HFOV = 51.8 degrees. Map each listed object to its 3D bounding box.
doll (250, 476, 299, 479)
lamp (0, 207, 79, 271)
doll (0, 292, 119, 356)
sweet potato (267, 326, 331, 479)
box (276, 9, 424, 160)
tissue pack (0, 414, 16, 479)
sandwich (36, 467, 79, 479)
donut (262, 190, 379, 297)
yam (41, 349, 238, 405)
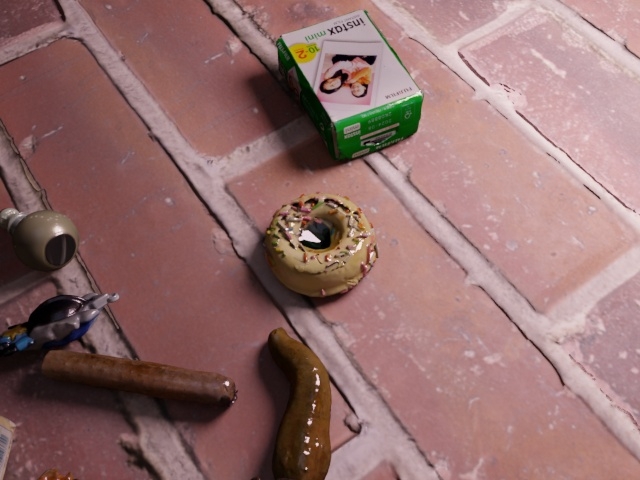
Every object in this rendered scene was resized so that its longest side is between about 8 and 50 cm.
[{"bbox_3d":[-0.035,0.347,0.744,0.165,0.057,0.139,29,91,27],"label":"doll"},{"bbox_3d":[-0.435,-0.014,0.993,0.163,0.091,0.091,24,61,34],"label":"lamp"},{"bbox_3d":[-0.371,0.116,0.909,0.195,0.070,0.096,-25,24,-9],"label":"doll"},{"bbox_3d":[-0.025,0.211,0.843,0.081,0.062,0.233,-5,56,0],"label":"sweet potato"},{"bbox_3d":[0.045,-0.262,1.104,0.180,0.103,0.250,-21,60,-11],"label":"box"},{"bbox_3d":[-0.446,0.290,0.762,0.092,0.148,0.196,-2,58,5],"label":"tissue pack"},{"bbox_3d":[-0.292,0.380,0.728,0.212,0.109,0.292,29,61,26],"label":"sandwich"},{"bbox_3d":[0.000,0.000,0.965,0.174,0.068,0.175,-2,59,3],"label":"donut"},{"bbox_3d":[-0.238,0.182,0.877,0.263,0.046,0.046,7,59,6],"label":"yam"}]
